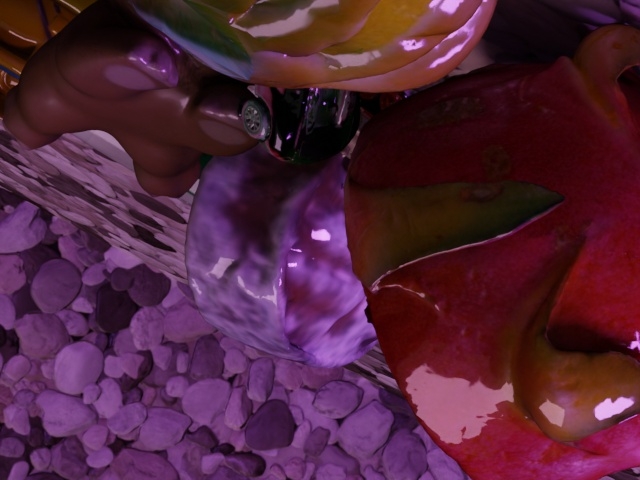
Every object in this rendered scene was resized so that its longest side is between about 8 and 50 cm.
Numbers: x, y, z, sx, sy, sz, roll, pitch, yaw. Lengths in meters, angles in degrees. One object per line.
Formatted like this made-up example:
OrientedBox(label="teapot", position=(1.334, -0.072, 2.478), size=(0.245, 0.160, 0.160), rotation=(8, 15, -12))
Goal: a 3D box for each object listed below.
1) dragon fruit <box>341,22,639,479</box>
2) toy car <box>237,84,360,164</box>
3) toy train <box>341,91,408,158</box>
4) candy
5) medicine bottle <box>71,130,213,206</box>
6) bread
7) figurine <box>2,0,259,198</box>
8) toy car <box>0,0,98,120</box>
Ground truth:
OrientedBox(label="dragon fruit", position=(0.162, 0.016, 0.878), size=(0.189, 0.290, 0.290), rotation=(-17, 142, 30))
OrientedBox(label="toy car", position=(-0.003, -0.112, 0.831), size=(0.069, 0.142, 0.055), rotation=(-14, -151, -36))
OrientedBox(label="toy train", position=(0.083, -0.054, 1.153), size=(0.053, 0.085, 0.250), rotation=(-9, 144, 44))
OrientedBox(label="candy", position=(0.000, 0.000, 1.237), size=(0.157, 0.214, 0.289), rotation=(20, 177, 25))
OrientedBox(label="medicine bottle", position=(-0.129, -0.085, 1.474), size=(0.260, 0.095, 0.095), rotation=(32, 167, -14))
OrientedBox(label="bread", position=(-0.026, -0.179, 0.713), size=(0.261, 0.158, 0.156), rotation=(26, 165, 1))
OrientedBox(label="figurine", position=(-0.092, -0.148, 0.944), size=(0.177, 0.173, 0.247), rotation=(20, 161, -11))
OrientedBox(label="toy car", position=(-0.252, -0.170, 1.274), size=(0.200, 0.142, 0.248), rotation=(29, 166, 3))
